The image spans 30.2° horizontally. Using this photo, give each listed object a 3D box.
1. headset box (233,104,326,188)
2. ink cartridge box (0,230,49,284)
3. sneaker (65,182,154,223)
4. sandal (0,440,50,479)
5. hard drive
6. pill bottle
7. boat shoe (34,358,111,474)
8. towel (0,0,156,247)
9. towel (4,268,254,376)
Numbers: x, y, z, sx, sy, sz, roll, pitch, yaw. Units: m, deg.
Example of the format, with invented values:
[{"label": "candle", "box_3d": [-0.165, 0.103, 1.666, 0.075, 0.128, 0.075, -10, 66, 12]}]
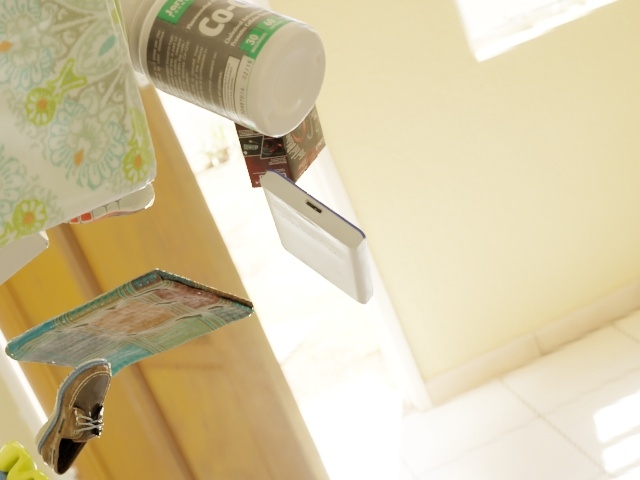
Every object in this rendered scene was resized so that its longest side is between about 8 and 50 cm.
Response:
[{"label": "headset box", "box_3d": [-0.093, -0.263, 2.572, 0.110, 0.293, 0.218, -4, 27, 23]}, {"label": "ink cartridge box", "box_3d": [-0.649, -0.062, 1.976, 0.285, 0.166, 0.395, -38, 44, 5]}, {"label": "sneaker", "box_3d": [-0.306, -0.049, 1.663, 0.157, 0.061, 0.065, -4, -13, 3]}, {"label": "sandal", "box_3d": [-0.315, 0.374, 1.336, 0.138, 0.126, 0.317, -34, 51, -26]}, {"label": "hard drive", "box_3d": [0.000, 0.000, 2.151, 0.040, 0.210, 0.319, -51, -16, -13]}, {"label": "pill bottle", "box_3d": [-0.188, -0.332, 2.088, 0.361, 0.204, 0.204, 24, 43, 28]}, {"label": "boat shoe", "box_3d": [-0.316, 0.236, 1.570, 0.066, 0.183, 0.066, 0, 41, -42]}, {"label": "towel", "box_3d": [-0.358, -0.154, 1.280, 0.090, 0.321, 0.374, 9, 26, 45]}, {"label": "towel", "box_3d": [-0.336, 0.155, 2.091, 0.370, 0.040, 0.271, -24, -27, 29]}]
